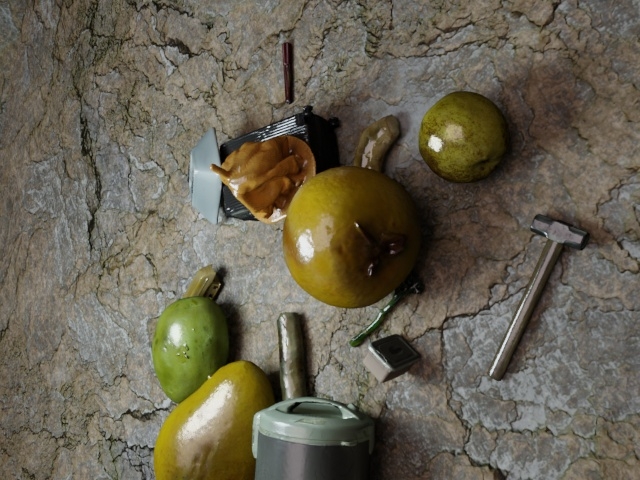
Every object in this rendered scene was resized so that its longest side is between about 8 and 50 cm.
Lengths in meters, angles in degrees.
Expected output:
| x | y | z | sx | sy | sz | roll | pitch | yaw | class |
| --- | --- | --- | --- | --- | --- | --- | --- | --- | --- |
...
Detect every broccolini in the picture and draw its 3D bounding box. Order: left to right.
| x | y | z | sx | sy | sz | roll | pitch | yaw | class |
| --- | --- | --- | --- | --- | --- | --- | --- | --- | --- |
| 0.148 | 0.169 | 1.467 | 0.254 | 0.057 | 0.071 | -48 | 18 | 19 | broccolini |

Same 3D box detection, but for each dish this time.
| x | y | z | sx | sy | sz | roll | pitch | yaw | class |
| --- | --- | --- | --- | --- | --- | --- | --- | --- | --- |
| -0.335 | -0.180 | 1.735 | 0.243 | 0.080 | 0.182 | 108 | 151 | -53 | dish |

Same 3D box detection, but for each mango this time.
| x | y | z | sx | sy | sz | roll | pitch | yaw | class |
| --- | --- | --- | --- | --- | --- | --- | --- | --- | --- |
| -0.273 | 0.521 | 1.626 | 0.301 | 0.220 | 0.445 | 26 | 93 | 14 | mango |

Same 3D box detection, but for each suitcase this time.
| x | y | z | sx | sy | sz | roll | pitch | yaw | class |
| --- | --- | --- | --- | --- | --- | --- | --- | --- | --- |
| -0.109 | -0.192 | 1.622 | 0.335 | 0.152 | 0.229 | -13 | 77 | 34 | suitcase |

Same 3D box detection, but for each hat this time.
| x | y | z | sx | sy | sz | roll | pitch | yaw | class |
| --- | --- | --- | --- | --- | --- | --- | --- | --- | --- |
| -0.181 | -0.163 | 1.440 | 0.244 | 0.233 | 0.233 | 34 | 107 | 33 | hat |

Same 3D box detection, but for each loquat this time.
| x | y | z | sx | sy | sz | roll | pitch | yaw | class |
| --- | --- | --- | --- | --- | --- | --- | --- | --- | --- |
| 0.057 | -0.011 | 1.396 | 0.359 | 0.328 | 0.328 | 22 | 99 | 58 | loquat |

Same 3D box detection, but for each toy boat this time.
| x | y | z | sx | sy | sz | roll | pitch | yaw | class |
| --- | --- | --- | --- | --- | --- | --- | --- | --- | --- |
| -0.358 | 0.160 | 1.816 | 0.200 | 0.077 | 0.057 | -56 | 41 | 20 | toy boat |

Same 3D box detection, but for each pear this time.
| x | y | z | sx | sy | sz | roll | pitch | yaw | class |
| --- | --- | --- | --- | --- | --- | --- | --- | --- | --- |
| 0.314 | -0.216 | 1.301 | 0.197 | 0.197 | 0.197 | -4 | 83 | 35 | pear |

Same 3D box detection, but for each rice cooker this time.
| x | y | z | sx | sy | sz | roll | pitch | yaw | class |
| --- | --- | --- | --- | --- | --- | --- | --- | --- | --- |
| -0.019 | 0.508 | 1.417 | 0.288 | 0.288 | 0.277 | -3 | 82 | 36 | rice cooker |

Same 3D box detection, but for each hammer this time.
| x | y | z | sx | sy | sz | roll | pitch | yaw | class |
| --- | --- | --- | --- | --- | --- | --- | --- | --- | --- |
| 0.433 | 0.128 | 1.273 | 0.111 | 0.043 | 0.365 | 28 | 103 | 34 | hammer |

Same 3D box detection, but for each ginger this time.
| x | y | z | sx | sy | sz | roll | pitch | yaw | class |
| --- | --- | --- | --- | --- | --- | --- | --- | --- | --- |
| 0.134 | -0.225 | 1.504 | 0.095 | 0.069 | 0.190 | 18 | 96 | 10 | ginger |

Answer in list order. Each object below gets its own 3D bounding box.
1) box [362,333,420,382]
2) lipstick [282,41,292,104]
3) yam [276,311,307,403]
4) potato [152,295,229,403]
| x | y | z | sx | sy | sz | roll | pitch | yaw | class |
| --- | --- | --- | --- | --- | --- | --- | --- | --- | --- |
| 0.161 | 0.275 | 1.409 | 0.089 | 0.122 | 0.062 | 44 | 122 | 30 | box |
| -0.093 | -0.472 | 1.717 | 0.027 | 0.027 | 0.176 | -7 | 83 | 35 | lipstick |
| -0.073 | 0.347 | 1.599 | 0.071 | 0.067 | 0.317 | -7 | 80 | 5 | yam |
| -0.367 | 0.308 | 1.727 | 0.216 | 0.216 | 0.304 | 13 | 107 | 36 | potato |
